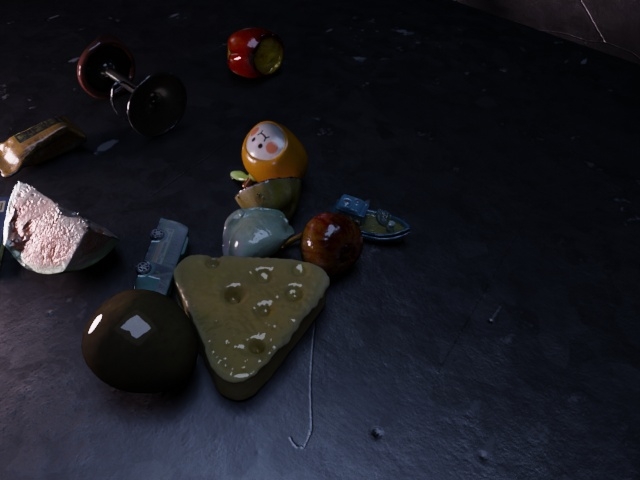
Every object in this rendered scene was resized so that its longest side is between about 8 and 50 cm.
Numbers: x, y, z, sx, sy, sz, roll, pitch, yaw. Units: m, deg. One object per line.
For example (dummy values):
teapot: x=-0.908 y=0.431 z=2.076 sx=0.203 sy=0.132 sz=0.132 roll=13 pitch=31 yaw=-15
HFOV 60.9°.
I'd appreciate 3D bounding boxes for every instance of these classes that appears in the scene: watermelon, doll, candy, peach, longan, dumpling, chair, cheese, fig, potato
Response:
watermelon: x=-0.680 y=-0.032 z=1.402 sx=0.305 sy=0.180 sz=0.224 roll=28 pitch=36 yaw=23
doll: x=-0.158 y=-0.231 z=1.651 sx=0.236 sy=0.213 sz=0.213 roll=-44 pitch=56 yaw=5
candy: x=-0.884 y=-0.297 z=1.698 sx=0.271 sy=0.101 sz=0.143 roll=-37 pitch=64 yaw=-26
peach: x=-0.245 y=-0.723 z=2.101 sx=0.226 sy=0.196 sz=0.189 roll=-5 pitch=83 yaw=-13
longan: x=-0.381 y=0.219 z=1.175 sx=0.246 sy=0.215 sz=0.246 roll=32 pitch=34 yaw=-24
dumpling: x=-0.182 y=-0.003 z=1.458 sx=0.217 sy=0.104 sz=0.149 roll=-40 pitch=52 yaw=-8
chair: x=-0.664 y=-0.541 z=1.865 sx=0.227 sy=0.226 sz=0.401 roll=-34 pitch=57 yaw=-31
cheese: x=-0.144 y=0.157 z=1.318 sx=0.384 sy=0.104 sz=0.383 roll=2 pitch=47 yaw=-2
fig: x=0.007 y=-0.003 z=1.460 sx=0.175 sy=0.175 sz=0.207 roll=-23 pitch=32 yaw=-25
potato: x=-0.133 y=-0.100 z=1.555 sx=0.202 sy=0.182 sz=0.117 roll=-4 pitch=72 yaw=-59

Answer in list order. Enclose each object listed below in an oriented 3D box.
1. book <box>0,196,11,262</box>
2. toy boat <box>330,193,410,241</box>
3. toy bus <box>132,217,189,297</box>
book: x=-0.948 y=-0.014 z=1.468 sx=0.191 sy=0.025 sz=0.269 roll=-8 pitch=48 yaw=-11
toy boat: x=0.144 y=-0.062 z=1.560 sx=0.238 sy=0.098 sz=0.109 roll=19 pitch=51 yaw=12
toy bus: x=-0.413 y=0.059 z=1.406 sx=0.109 sy=0.091 sz=0.261 roll=13 pitch=47 yaw=-7
